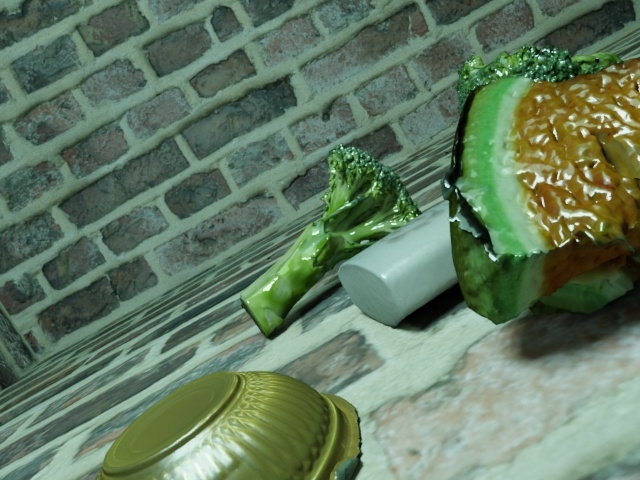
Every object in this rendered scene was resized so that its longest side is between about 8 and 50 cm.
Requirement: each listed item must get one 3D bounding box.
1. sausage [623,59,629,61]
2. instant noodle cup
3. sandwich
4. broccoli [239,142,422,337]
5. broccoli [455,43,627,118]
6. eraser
[{"bbox_3d":[0.767,-0.412,1.258,0.053,0.053,0.348,-24,9,29],"label":"sausage"},{"bbox_3d":[-0.104,0.183,0.429,0.274,0.090,0.274,-29,9,5],"label":"instant noodle cup"},{"bbox_3d":[0.259,-0.049,0.425,0.301,0.162,0.250,-13,43,20],"label":"sandwich"},{"bbox_3d":[0.013,-0.002,0.865,0.252,0.221,0.361,-30,15,50],"label":"broccoli"},{"bbox_3d":[0.472,-0.328,1.104,0.353,0.274,0.397,19,40,15],"label":"broccoli"},{"bbox_3d":[0.166,-0.002,0.646,0.270,0.094,0.174,-30,6,-13],"label":"eraser"}]
